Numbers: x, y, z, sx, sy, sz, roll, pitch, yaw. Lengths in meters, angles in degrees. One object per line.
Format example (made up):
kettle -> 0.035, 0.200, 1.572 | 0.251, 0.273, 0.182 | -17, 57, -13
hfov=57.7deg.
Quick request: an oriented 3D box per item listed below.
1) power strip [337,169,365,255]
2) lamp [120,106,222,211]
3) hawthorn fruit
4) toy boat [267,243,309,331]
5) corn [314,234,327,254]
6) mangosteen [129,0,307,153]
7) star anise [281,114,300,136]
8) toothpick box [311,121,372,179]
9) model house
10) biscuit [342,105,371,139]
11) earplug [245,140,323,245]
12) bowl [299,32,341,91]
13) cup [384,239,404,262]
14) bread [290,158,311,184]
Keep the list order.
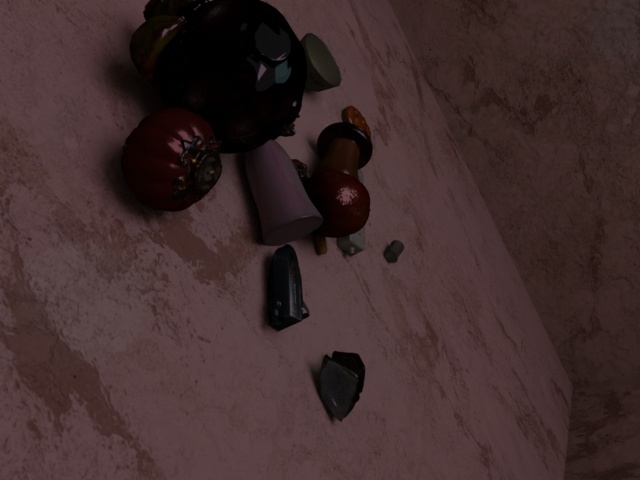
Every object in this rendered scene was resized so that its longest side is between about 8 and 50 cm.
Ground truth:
power strip -> 0.106, -0.108, 1.994 | 0.091, 0.062, 0.385 | 35, 42, -37
lamp -> -0.323, -0.174, 1.249 | 0.227, 0.227, 0.226 | 36, 42, -41
hawthorn fruit -> 0.052, -0.101, 1.714 | 0.250, 0.215, 0.215 | 13, 57, -32
toy boat -> -0.087, 0.117, 1.511 | 0.103, 0.093, 0.246 | 23, 50, -39
corn -> 0.000, 0.000, 1.782 | 0.037, 0.037, 0.092 | 16, 60, -52
mangosteen -> -0.228, -0.418, 1.393 | 0.421, 0.381, 0.380 | 45, 37, -29
star anise -> -0.155, -0.408, 1.715 | 0.236, 0.109, 0.223 | 52, -11, 18
toothpick box -> 0.065, -0.258, 1.909 | 0.192, 0.192, 0.294 | 48, 37, -27
model house -> 0.064, 0.383, 1.577 | 0.152, 0.106, 0.165 | -18, 121, -71
biscuit -> 0.149, -0.455, 2.306 | 0.170, 0.050, 0.170 | 35, 42, -40
earplug -> -0.127, -0.156, 1.595 | 0.172, 0.172, 0.301 | 3, 60, -56
bowl -> -0.031, -0.623, 2.084 | 0.211, 0.112, 0.211 | 35, 44, -42
cup -> 0.270, 0.048, 2.163 | 0.055, 0.074, 0.083 | 29, 35, 9
bread -> -0.071, -0.210, 1.792 | 0.113, 0.060, 0.082 | 31, 48, -42
